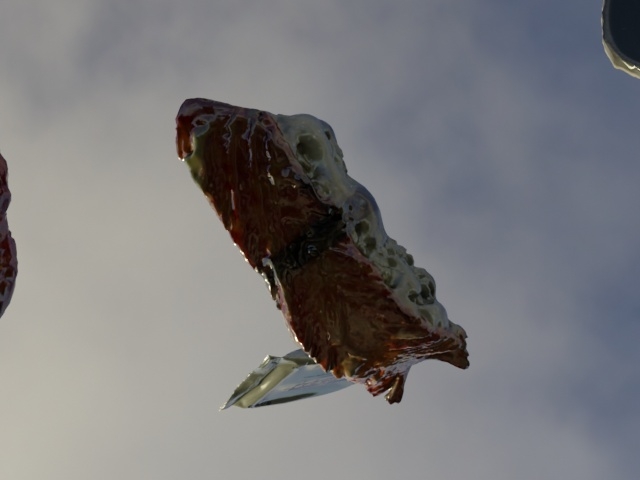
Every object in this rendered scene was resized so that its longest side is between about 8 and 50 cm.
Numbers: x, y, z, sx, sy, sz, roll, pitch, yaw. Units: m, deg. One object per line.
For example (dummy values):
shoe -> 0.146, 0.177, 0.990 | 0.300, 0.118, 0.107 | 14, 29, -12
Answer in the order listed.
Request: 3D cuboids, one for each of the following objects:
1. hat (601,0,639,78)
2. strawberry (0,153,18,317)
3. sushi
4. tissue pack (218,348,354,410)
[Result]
hat -> 0.333, -0.166, 1.150 | 0.232, 0.275, 0.161 | 2, -61, -40
strawberry -> -0.373, -0.038, 1.313 | 0.261, 0.257, 0.261 | -36, -22, -17
sushi -> 0.000, 0.000, 1.452 | 0.124, 0.130, 0.332 | -35, -95, 25
tissue pack -> 0.006, 0.127, 1.618 | 0.193, 0.026, 0.122 | -6, -24, -33
